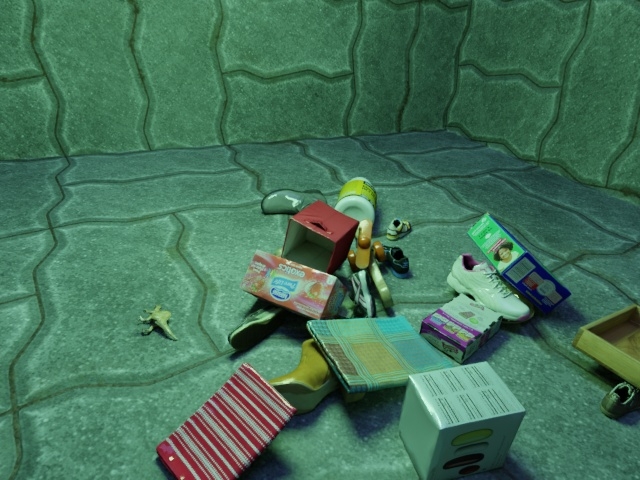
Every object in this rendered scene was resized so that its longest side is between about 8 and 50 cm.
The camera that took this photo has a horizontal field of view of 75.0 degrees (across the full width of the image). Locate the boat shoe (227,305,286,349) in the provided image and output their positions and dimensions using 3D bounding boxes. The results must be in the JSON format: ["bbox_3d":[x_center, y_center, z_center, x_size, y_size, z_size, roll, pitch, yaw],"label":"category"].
[{"bbox_3d":[-0.201,0.260,1.280,0.073,0.080,0.223,19,27,35],"label":"boat shoe"}]

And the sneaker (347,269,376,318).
[{"bbox_3d":[0.133,0.190,1.375,0.077,0.178,0.072,-12,-10,20],"label":"sneaker"}]

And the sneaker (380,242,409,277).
[{"bbox_3d":[0.284,0.054,1.680,0.081,0.091,0.232,-10,32,-24],"label":"sneaker"}]

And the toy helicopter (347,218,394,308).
[{"bbox_3d":[0.186,0.084,1.489,0.140,0.235,0.355,-18,43,-1],"label":"toy helicopter"}]

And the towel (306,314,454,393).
[{"bbox_3d":[0.171,0.305,1.180,0.370,0.040,0.271,4,25,-32],"label":"towel"}]

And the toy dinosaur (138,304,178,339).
[{"bbox_3d":[-0.506,0.246,1.289,0.092,0.053,0.183,-14,34,-31],"label":"toy dinosaur"}]

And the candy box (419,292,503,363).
[{"bbox_3d":[0.449,0.272,1.331,0.233,0.071,0.159,-22,38,-36],"label":"candy box"}]

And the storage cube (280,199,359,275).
[{"bbox_3d":[0.000,0.000,1.467,0.183,0.215,0.193,29,35,17],"label":"storage cube"}]

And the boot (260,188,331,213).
[{"bbox_3d":[-0.101,-0.155,1.997,0.338,0.118,0.223,-11,38,-17],"label":"boot"}]

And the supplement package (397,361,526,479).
[{"bbox_3d":[0.307,0.409,0.944,0.203,0.194,0.149,-5,30,-14],"label":"supplement package"}]

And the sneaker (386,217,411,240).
[{"bbox_3d":[0.368,-0.068,1.916,0.069,0.084,0.185,20,34,27],"label":"sneaker"}]

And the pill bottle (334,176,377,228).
[{"bbox_3d":[0.173,-0.179,1.984,0.187,0.188,0.334,7,30,6],"label":"pill bottle"}]

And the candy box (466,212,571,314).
[{"bbox_3d":[0.706,0.075,1.516,0.268,0.122,0.317,37,18,-20],"label":"candy box"}]

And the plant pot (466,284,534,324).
[{"bbox_3d":[0.627,0.223,1.480,0.236,0.032,0.236,2,29,-1],"label":"plant pot"}]

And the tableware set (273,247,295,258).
[{"bbox_3d":[-0.172,0.073,1.586,0.168,0.020,0.141,-38,22,-16],"label":"tableware set"}]

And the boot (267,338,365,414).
[{"bbox_3d":[-0.037,0.349,1.127,0.295,0.104,0.211,1,24,-15],"label":"boot"}]

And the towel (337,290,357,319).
[{"bbox_3d":[0.076,0.215,1.436,0.110,0.027,0.148,13,31,15],"label":"towel"}]

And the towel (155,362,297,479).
[{"bbox_3d":[-0.211,0.423,0.932,0.198,0.031,0.275,30,61,37],"label":"towel"}]

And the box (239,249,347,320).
[{"bbox_3d":[-0.085,0.156,1.350,0.299,0.154,0.142,18,76,23],"label":"box"}]

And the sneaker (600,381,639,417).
[{"bbox_3d":[0.832,0.414,1.122,0.188,0.071,0.066,-15,34,-29],"label":"sneaker"}]

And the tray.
[{"bbox_3d":[0.964,0.310,1.263,0.410,0.076,0.203,-5,29,-35],"label":"tray"}]

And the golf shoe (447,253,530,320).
[{"bbox_3d":[0.571,0.156,1.421,0.115,0.140,0.306,-18,37,-35],"label":"golf shoe"}]
